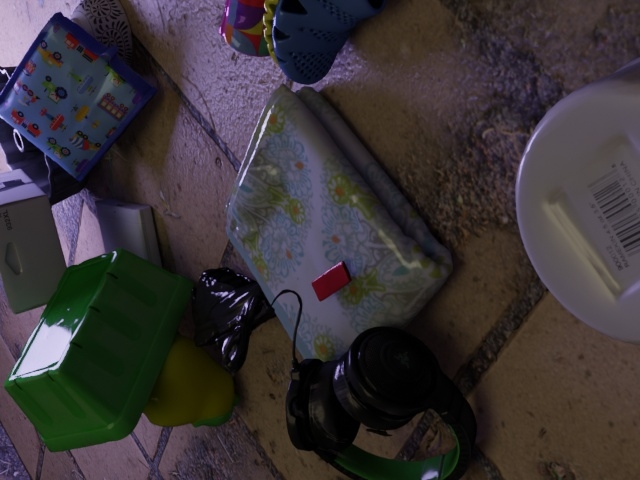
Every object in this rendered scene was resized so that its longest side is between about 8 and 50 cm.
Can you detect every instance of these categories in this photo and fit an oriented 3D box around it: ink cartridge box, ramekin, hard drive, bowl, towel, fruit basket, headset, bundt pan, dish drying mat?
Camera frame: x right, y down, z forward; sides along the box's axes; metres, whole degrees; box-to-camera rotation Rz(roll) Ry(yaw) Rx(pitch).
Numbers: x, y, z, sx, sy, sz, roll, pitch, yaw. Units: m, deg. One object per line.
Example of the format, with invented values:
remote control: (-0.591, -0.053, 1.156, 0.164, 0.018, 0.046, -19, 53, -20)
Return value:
ink cartridge box: (-0.628, -0.007, 1.793, 0.307, 0.129, 0.223, 27, 131, 59)
ramekin: (0.317, -0.036, 0.806, 0.277, 0.135, 0.277, 26, 125, 43)
hard drive: (-0.397, 0.069, 1.855, 0.203, 0.040, 0.307, 11, 114, 50)
bowl: (-0.438, -0.393, 1.660, 0.170, 0.080, 0.170, 25, 124, 44)
towel: (0.000, 0.000, 1.271, 0.374, 0.090, 0.320, 53, 141, 21)
fruit basket: (-0.351, 0.242, 1.651, 0.283, 0.392, 0.391, -17, 92, 34)
headset: (0.034, 0.221, 1.155, 0.243, 0.185, 0.394, -30, 111, 38)
bundt pan: (-0.607, -0.234, 1.899, 0.331, 0.124, 0.330, 33, 134, 42)
dish drying mat: (0.015, 0.057, 1.203, 0.083, 0.008, 0.032, -38, 74, 51)

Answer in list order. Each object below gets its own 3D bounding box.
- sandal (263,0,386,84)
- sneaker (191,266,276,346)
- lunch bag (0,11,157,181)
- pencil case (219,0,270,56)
sandal: (0.025, -0.317, 1.069, 0.138, 0.126, 0.317, 46, 139, 23)
sneaker: (-0.162, 0.102, 1.518, 0.286, 0.109, 0.130, -28, 77, 52)
lunch bag: (-0.456, -0.281, 1.629, 0.221, 0.138, 0.293, 41, 140, -14)
pencil case: (-0.081, -0.374, 1.195, 0.104, 0.104, 0.236, 44, 137, 31)
